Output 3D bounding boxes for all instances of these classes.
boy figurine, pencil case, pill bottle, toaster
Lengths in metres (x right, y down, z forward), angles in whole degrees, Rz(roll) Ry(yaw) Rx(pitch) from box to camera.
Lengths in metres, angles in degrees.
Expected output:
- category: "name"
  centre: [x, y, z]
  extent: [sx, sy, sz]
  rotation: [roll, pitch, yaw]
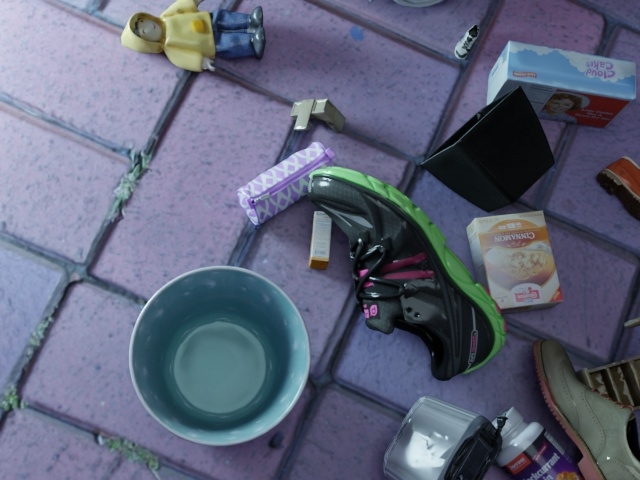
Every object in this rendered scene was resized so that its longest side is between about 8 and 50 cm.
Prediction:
- category: "boy figurine"
  centre: [-0.258, -0.426, 1.952]
  extent: [0.285, 0.092, 0.177]
  rotation: [0, 75, -10]
- category: "pencil case"
  centre: [-0.067, -0.112, 1.876]
  extent: [0.206, 0.088, 0.086]
  rotation: [-35, 81, -16]
- category: "pill bottle"
  centre: [0.389, 0.400, 1.758]
  extent: [0.108, 0.108, 0.193]
  rotation: [-40, 81, -16]
- category: "toaster"
  centre: [0.215, 0.374, 1.712]
  extent: [0.146, 0.129, 0.227]
  rotation: [19, 71, 42]

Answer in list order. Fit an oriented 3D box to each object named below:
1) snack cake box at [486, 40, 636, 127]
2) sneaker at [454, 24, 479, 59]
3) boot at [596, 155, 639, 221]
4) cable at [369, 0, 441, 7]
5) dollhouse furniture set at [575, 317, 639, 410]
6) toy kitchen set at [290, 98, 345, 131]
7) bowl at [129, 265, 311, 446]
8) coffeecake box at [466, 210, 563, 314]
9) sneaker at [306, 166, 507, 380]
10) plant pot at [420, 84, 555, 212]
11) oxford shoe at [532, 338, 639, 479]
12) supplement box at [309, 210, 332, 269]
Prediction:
- category: "snack cake box"
  centre: [0.487, -0.314, 1.969]
  extent: [0.264, 0.152, 0.089]
  rotation: [9, 72, -4]
- category: "sneaker"
  centre: [0.310, -0.422, 2.042]
  extent: [0.032, 0.037, 0.083]
  rotation: [28, 73, 1]
- category: "boot"
  centre: [0.650, -0.103, 1.974]
  extent: [0.084, 0.059, 0.158]
  rotation: [-38, 79, -21]
- category: "cable"
  centre: [0.216, -0.604, 1.980]
  extent: [0.257, 0.257, 0.089]
  rotation: [-16, 47, -18]
- category: "dollhouse furniture set"
  centre: [0.595, 0.250, 1.758]
  extent: [0.161, 0.242, 0.212]
  rotation: [-14, 74, -10]
- category: "toy kitchen set"
  centre: [-0.010, -0.236, 1.951]
  extent: [0.083, 0.075, 0.068]
  rotation: [0, 63, 35]
- category: "bowl"
  centre: [-0.179, 0.216, 1.721]
  extent: [0.311, 0.163, 0.312]
  rotation: [2, 72, -7]
- category: "coffeecake box"
  centre: [0.377, 0.046, 1.888]
  extent: [0.142, 0.068, 0.186]
  rotation: [-7, 74, -10]
- category: "sneaker"
  centre: [0.137, 0.060, 1.778]
  extent: [0.202, 0.185, 0.483]
  rotation: [-42, 90, -12]
- category: "plant pot"
  centre: [0.343, -0.164, 1.898]
  extent: [0.187, 0.188, 0.167]
  rotation: [-42, 93, -17]
- category: "oxford shoe"
  centre: [0.505, 0.316, 1.754]
  extent: [0.130, 0.123, 0.348]
  rotation: [-37, 63, 24]
- category: "supplement box"
  centre: [0.000, 0.000, 1.862]
  extent: [0.036, 0.062, 0.098]
  rotation: [6, 72, -3]
